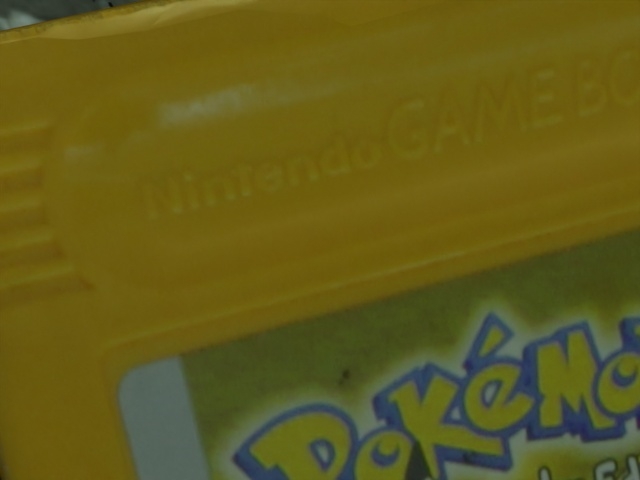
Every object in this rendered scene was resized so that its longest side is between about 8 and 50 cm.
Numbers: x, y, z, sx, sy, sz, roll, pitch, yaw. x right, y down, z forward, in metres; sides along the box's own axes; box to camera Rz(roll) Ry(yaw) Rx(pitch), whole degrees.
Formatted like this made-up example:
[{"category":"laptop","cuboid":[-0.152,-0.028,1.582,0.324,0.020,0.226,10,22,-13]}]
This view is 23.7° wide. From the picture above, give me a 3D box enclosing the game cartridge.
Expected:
[{"category":"game cartridge","cuboid":[0.052,0.071,0.465,0.285,0.053,0.323,-15,102,-12]}]
